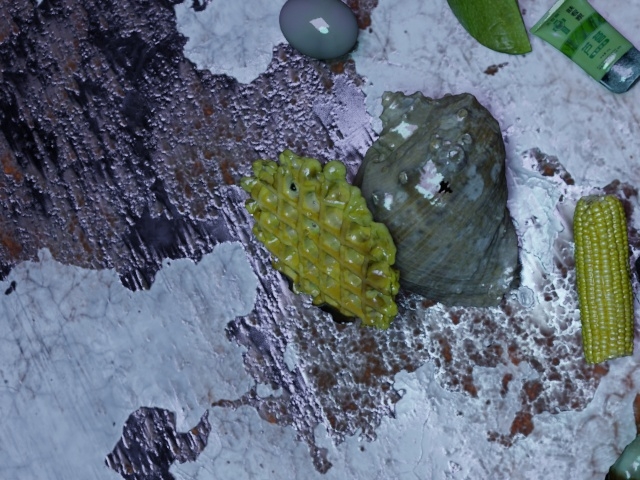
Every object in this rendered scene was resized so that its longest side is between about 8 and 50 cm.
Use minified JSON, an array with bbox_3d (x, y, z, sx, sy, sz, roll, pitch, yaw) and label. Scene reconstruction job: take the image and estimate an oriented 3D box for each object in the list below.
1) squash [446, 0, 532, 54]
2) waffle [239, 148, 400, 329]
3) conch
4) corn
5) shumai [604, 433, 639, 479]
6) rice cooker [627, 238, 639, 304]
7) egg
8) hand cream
[{"bbox_3d":[0.234,-0.441,1.502,0.111,0.203,0.289,-18,118,16],"label":"squash"},{"bbox_3d":[-0.003,0.002,1.462,0.312,0.060,0.307,4,121,54],"label":"waffle"},{"bbox_3d":[0.154,-0.053,1.430,0.297,0.210,0.352,-30,77,30],"label":"conch"},{"bbox_3d":[0.413,0.055,1.396,0.081,0.081,0.248,-5,86,18],"label":"corn"},{"bbox_3d":[0.509,0.319,1.222,0.304,0.263,0.309,-36,70,42],"label":"shumai"},{"bbox_3d":[0.535,0.034,1.337,0.203,0.118,0.142,-17,83,16],"label":"rice cooker"},{"bbox_3d":[-0.003,-0.344,1.536,0.135,0.103,0.103,22,95,20],"label":"egg"},{"bbox_3d":[0.406,-0.293,1.431,0.095,0.046,0.175,-47,74,14],"label":"hand cream"}]
